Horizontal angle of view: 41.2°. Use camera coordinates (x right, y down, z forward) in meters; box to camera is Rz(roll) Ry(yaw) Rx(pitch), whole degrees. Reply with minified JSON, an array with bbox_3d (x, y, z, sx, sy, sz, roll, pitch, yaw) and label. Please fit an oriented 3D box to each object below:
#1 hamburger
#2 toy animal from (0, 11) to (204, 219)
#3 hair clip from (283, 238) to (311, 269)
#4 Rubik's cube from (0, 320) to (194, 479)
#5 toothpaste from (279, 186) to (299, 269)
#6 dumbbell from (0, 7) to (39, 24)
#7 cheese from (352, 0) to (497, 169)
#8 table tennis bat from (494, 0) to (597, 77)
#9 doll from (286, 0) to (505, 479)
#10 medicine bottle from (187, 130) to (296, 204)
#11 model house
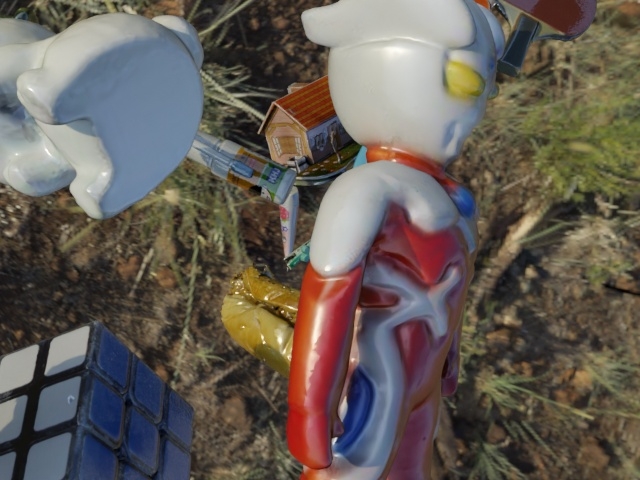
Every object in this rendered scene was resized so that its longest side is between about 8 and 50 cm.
[{"bbox_3d":[-0.032,0.171,1.562,0.318,0.318,0.158,34,86,-29],"label":"hamburger"},{"bbox_3d":[-0.305,-0.177,0.955,0.241,0.367,0.196,-51,141,-38],"label":"toy animal"},{"bbox_3d":[0.001,0.001,1.715,0.173,0.049,0.049,-42,115,-7],"label":"hair clip"},{"bbox_3d":[-0.406,0.360,1.362,0.303,0.301,0.305,-19,133,14],"label":"Rubik's cube"},{"bbox_3d":[-0.069,-0.029,1.862,0.042,0.067,0.195,2,126,0],"label":"toothpaste"},{"bbox_3d":[-0.416,-0.274,1.070,0.118,0.052,0.046,9,74,4],"label":"dumbbell"},{"bbox_3d":[0.093,-0.125,0.809,0.037,0.106,0.256,35,74,-35],"label":"cheese"},{"bbox_3d":[0.235,-0.255,0.936,0.130,0.019,0.220,28,56,1],"label":"table tennis bat"},{"bbox_3d":[0.037,0.037,0.454,0.188,0.099,0.384,-8,101,-65],"label":"doll"},{"bbox_3d":[-0.149,-0.129,1.350,0.220,0.092,0.061,25,91,4],"label":"medicine bottle"},{"bbox_3d":[0.004,-0.235,1.701,0.294,0.207,0.154,-37,120,-43],"label":"model house"}]
